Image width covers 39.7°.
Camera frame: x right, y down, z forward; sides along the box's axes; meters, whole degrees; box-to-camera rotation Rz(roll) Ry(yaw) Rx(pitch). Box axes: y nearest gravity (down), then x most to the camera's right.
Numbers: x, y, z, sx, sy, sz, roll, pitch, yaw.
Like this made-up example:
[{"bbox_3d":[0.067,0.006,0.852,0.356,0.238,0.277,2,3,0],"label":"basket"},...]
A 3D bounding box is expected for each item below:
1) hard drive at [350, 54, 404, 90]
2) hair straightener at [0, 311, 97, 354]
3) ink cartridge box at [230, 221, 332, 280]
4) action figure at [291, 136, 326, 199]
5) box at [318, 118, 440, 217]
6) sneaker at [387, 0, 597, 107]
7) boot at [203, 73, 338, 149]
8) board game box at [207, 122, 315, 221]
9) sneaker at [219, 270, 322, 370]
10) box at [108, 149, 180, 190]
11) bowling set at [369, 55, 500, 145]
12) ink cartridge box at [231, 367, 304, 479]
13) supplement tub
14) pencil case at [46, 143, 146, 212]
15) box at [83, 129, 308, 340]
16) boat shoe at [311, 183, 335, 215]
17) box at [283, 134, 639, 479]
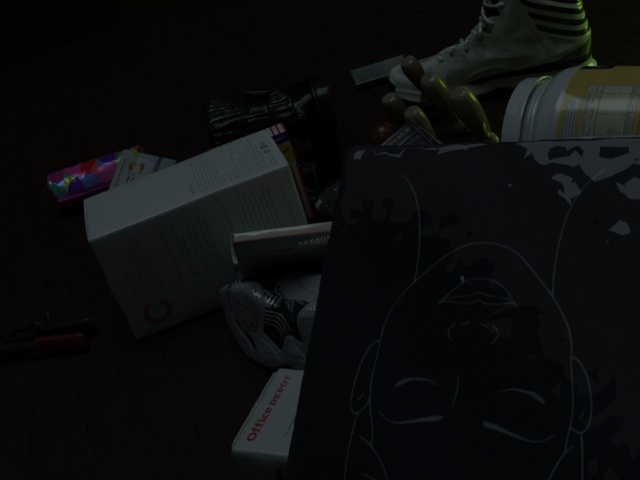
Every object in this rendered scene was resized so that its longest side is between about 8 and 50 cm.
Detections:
[{"bbox_3d":[0.144,-0.404,2.139,0.135,0.022,0.094,-17,32,3],"label":"hard drive"},{"bbox_3d":[-0.498,0.171,1.571,0.230,0.047,0.089,-13,32,17],"label":"hair straightener"},{"bbox_3d":[0.000,0.000,1.361,0.275,0.239,0.060,-7,72,-5],"label":"ink cartridge box"},{"bbox_3d":[-0.133,-0.105,1.757,0.285,0.099,0.185,-14,39,15],"label":"action figure"},{"bbox_3d":[0.122,-0.095,1.571,0.231,0.056,0.183,-40,31,4],"label":"box"},{"bbox_3d":[0.339,-0.440,1.870,0.447,0.257,0.169,-4,34,22],"label":"sneaker"},{"bbox_3d":[-0.108,-0.255,1.841,0.260,0.131,0.348,-17,4,0],"label":"boot"},{"bbox_3d":[-0.106,-0.102,1.637,0.146,0.193,0.045,-21,31,-4],"label":"board game box"},{"bbox_3d":[0.014,0.101,1.330,0.210,0.137,0.366,-24,18,-34],"label":"sneaker"},{"bbox_3d":[-0.371,-0.108,1.856,0.186,0.038,0.145,15,84,43],"label":"box"},{"bbox_3d":[0.198,-0.227,1.759,0.200,0.154,0.287,-38,34,3],"label":"bowling set"},{"bbox_3d":[0.017,0.251,1.127,0.212,0.093,0.154,2,37,26],"label":"ink cartridge box"},{"bbox_3d":[0.473,-0.148,1.367,0.331,0.241,0.241,8,40,35],"label":"supplement tub"},{"bbox_3d":[-0.488,-0.139,1.984,0.236,0.104,0.104,-17,32,4],"label":"pencil case"},{"bbox_3d":[-0.202,-0.012,1.529,0.345,0.215,0.168,-21,31,-6],"label":"box"},{"bbox_3d":[0.045,-0.097,1.691,0.142,0.049,0.040,-30,33,-15],"label":"boat shoe"},{"bbox_3d":[0.242,0.186,0.729,0.479,0.297,0.472,2,71,29],"label":"box"}]
